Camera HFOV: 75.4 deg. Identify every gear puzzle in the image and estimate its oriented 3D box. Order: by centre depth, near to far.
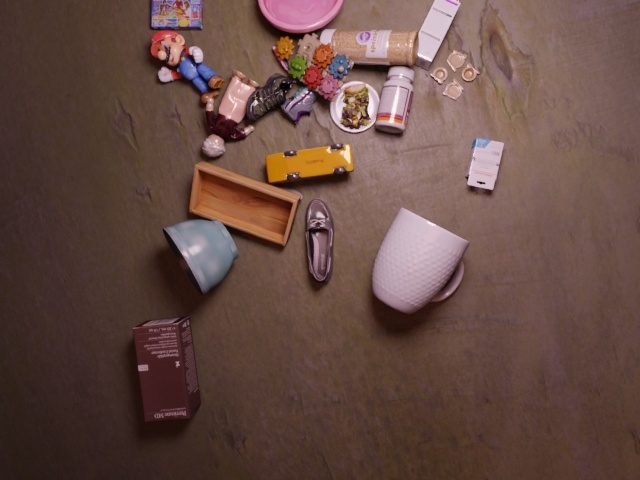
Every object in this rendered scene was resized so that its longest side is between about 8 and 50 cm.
[{"bbox_3d":[-0.043,-0.672,1.539,0.339,0.044,0.176,39,114,18],"label":"gear puzzle"}]

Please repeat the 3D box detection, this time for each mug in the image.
[{"bbox_3d":[0.377,0.103,1.534,0.373,0.276,0.328,23,100,-27],"label":"mug"}]

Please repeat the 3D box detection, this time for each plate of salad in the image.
[{"bbox_3d":[0.136,-0.526,1.620,0.199,0.048,0.200,0,92,4],"label":"plate of salad"}]

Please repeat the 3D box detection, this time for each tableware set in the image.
[{"bbox_3d":[0.520,-0.641,1.601,0.141,0.020,0.169,44,95,2],"label":"tableware set"}]

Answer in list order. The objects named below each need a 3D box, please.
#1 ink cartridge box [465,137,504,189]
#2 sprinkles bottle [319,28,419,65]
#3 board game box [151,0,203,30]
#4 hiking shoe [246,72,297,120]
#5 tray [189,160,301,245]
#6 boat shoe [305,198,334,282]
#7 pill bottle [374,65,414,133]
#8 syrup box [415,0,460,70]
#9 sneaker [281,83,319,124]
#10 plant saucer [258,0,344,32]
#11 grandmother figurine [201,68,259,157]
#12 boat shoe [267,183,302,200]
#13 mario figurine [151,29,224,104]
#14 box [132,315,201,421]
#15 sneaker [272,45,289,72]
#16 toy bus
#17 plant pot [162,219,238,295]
[{"bbox_3d":[0.621,-0.289,1.584,0.104,0.060,0.180,13,93,3],"label":"ink cartridge box"},{"bbox_3d":[0.177,-0.713,1.530,0.355,0.121,0.121,11,93,20],"label":"sprinkles bottle"},{"bbox_3d":[-0.577,-0.922,1.668,0.201,0.035,0.136,3,92,4],"label":"board game box"},{"bbox_3d":[-0.192,-0.548,1.588,0.114,0.086,0.227,28,78,38],"label":"hiking shoe"},{"bbox_3d":[-0.298,-0.144,1.618,0.410,0.076,0.203,19,119,3],"label":"tray"},{"bbox_3d":[0.000,0.000,1.623,0.112,0.095,0.336,-4,92,5],"label":"boat shoe"},{"bbox_3d":[0.285,-0.531,1.572,0.121,0.121,0.221,12,92,4],"label":"pill bottle"},{"bbox_3d":[0.427,-0.786,1.566,0.096,0.093,0.237,28,94,4],"label":"syrup box"},{"bbox_3d":[-0.048,-0.559,1.634,0.223,0.083,0.098,-42,121,-2],"label":"sneaker"},{"bbox_3d":[-0.070,-0.923,1.577,0.331,0.084,0.333,-1,77,4],"label":"plant saucer"},{"bbox_3d":[-0.361,-0.480,1.637,0.207,0.104,0.343,29,96,-12],"label":"grandmother figurine"},{"bbox_3d":[-0.174,-0.177,1.656,0.205,0.075,0.065,12,124,2],"label":"boat shoe"},{"bbox_3d":[-0.542,-0.676,1.609,0.320,0.170,0.198,42,96,0],"label":"mario figurine"},{"bbox_3d":[-0.616,0.512,1.668,0.191,0.143,0.382,-7,93,4],"label":"box"},{"bbox_3d":[-0.142,-0.724,1.640,0.057,0.047,0.119,-28,91,-7],"label":"sneaker"},{"bbox_3d":[-0.041,-0.292,1.600,0.332,0.130,0.108,-7,90,5],"label":"toy bus"},{"bbox_3d":[-0.440,0.038,1.587,0.196,0.293,0.293,-31,89,-22],"label":"plant pot"}]
